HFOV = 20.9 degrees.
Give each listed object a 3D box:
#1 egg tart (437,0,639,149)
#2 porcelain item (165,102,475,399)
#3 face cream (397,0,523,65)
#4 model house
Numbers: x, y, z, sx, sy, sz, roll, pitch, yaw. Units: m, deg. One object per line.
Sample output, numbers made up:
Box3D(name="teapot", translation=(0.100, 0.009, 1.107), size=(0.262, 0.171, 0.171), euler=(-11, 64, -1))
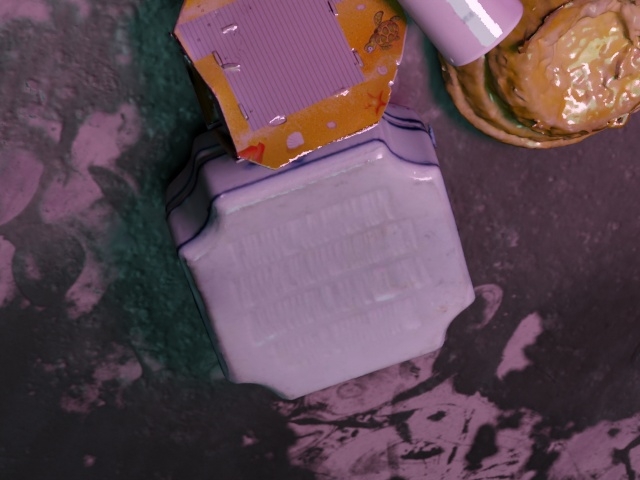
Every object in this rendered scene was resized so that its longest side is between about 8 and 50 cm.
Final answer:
Box3D(name="egg tart", translation=(0.261, -0.203, 1.728), size=(0.290, 0.115, 0.290), euler=(-8, 128, -10))
Box3D(name="porcelain item", translation=(0.000, 0.000, 1.774), size=(0.286, 0.157, 0.281), euler=(-20, 126, 1))
Box3D(name="face cream", translation=(0.058, -0.300, 1.584), size=(0.092, 0.092, 0.311), euler=(-39, 106, 14))
Box3D(name="model house", translation=(-0.027, -0.181, 1.678), size=(0.219, 0.136, 0.207), euler=(-28, 89, -12))
